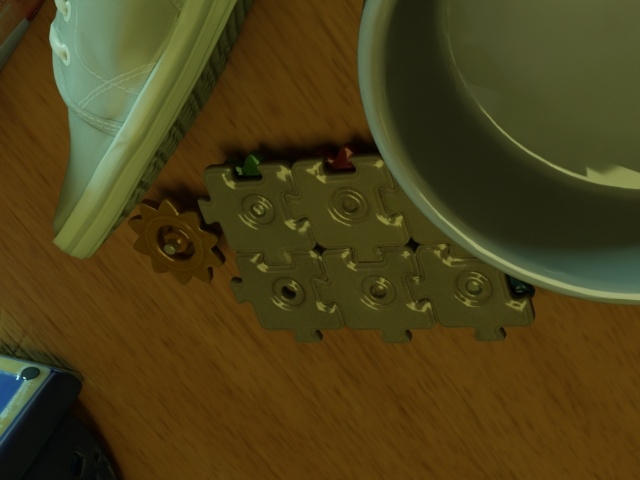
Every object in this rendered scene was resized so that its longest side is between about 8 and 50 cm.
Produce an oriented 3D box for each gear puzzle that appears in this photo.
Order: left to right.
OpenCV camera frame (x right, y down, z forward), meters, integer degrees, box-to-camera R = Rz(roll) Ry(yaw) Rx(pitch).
[{"bbox_3d":[0.000,0.000,1.114,0.339,0.044,0.175,-3,123,27],"label":"gear puzzle"}]

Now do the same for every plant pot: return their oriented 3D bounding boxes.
[{"bbox_3d":[-0.358,0.238,1.395,0.236,0.236,0.212,11,130,18],"label":"plant pot"}]

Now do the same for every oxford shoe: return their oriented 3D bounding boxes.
[{"bbox_3d":[-0.108,-0.169,0.913,0.130,0.169,0.449,25,131,-3],"label":"oxford shoe"}]

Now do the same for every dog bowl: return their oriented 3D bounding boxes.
[{"bbox_3d":[0.181,-0.108,0.847,0.349,0.102,0.348,12,131,14],"label":"dog bowl"}]

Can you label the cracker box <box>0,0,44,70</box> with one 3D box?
[{"bbox_3d":[-0.300,-0.105,1.075,0.067,0.155,0.232,36,138,-10],"label":"cracker box"}]
